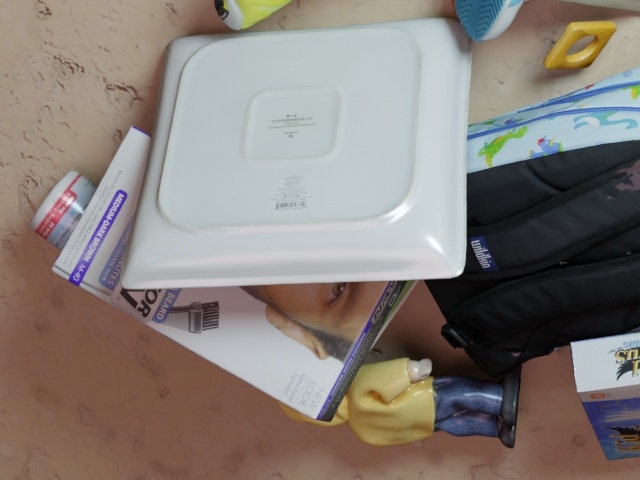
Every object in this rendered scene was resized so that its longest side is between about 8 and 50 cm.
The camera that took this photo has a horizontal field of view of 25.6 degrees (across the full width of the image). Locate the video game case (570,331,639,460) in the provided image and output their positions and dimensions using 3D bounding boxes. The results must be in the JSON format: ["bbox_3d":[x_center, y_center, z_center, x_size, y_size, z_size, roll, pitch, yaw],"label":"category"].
[{"bbox_3d":[0.414,0.165,1.538,0.244,0.061,0.269,-9,153,15],"label":"video game case"}]

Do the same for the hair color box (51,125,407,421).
[{"bbox_3d":[-0.098,0.037,1.534,0.338,0.110,0.185,28,87,11],"label":"hair color box"}]

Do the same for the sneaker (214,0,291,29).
[{"bbox_3d":[0.048,-0.328,1.439,0.384,0.145,0.147,-37,102,23],"label":"sneaker"}]

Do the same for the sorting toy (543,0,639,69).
[{"bbox_3d":[0.322,-0.304,1.392,0.348,0.196,0.047,-49,55,35],"label":"sorting toy"}]

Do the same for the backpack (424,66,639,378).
[{"bbox_3d":[0.285,-0.034,1.469,0.355,0.273,0.290,-15,113,50],"label":"backpack"}]

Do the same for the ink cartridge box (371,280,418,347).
[{"bbox_3d":[0.000,0.000,1.635,0.235,0.056,0.171,31,115,-5],"label":"ink cartridge box"}]

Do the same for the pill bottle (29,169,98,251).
[{"bbox_3d":[-0.255,-0.004,1.662,0.160,0.087,0.087,36,114,-6],"label":"pill bottle"}]

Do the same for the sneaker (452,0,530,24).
[{"bbox_3d":[0.216,-0.281,1.473,0.175,0.064,0.067,-22,97,15],"label":"sneaker"}]

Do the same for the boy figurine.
[{"bbox_3d":[0.094,0.192,1.675,0.285,0.092,0.177,3,144,11],"label":"boy figurine"}]

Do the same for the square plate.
[{"bbox_3d":[-0.021,-0.105,1.451,0.347,0.344,0.049,-3,142,12],"label":"square plate"}]

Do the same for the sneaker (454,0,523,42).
[{"bbox_3d":[0.209,-0.294,1.400,0.092,0.087,0.229,-3,134,-34],"label":"sneaker"}]
